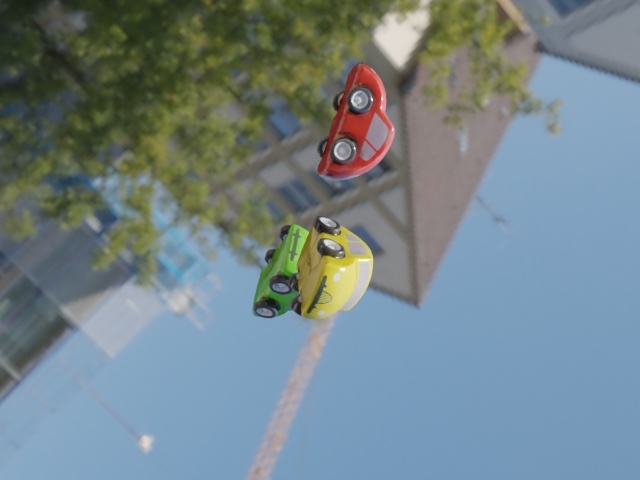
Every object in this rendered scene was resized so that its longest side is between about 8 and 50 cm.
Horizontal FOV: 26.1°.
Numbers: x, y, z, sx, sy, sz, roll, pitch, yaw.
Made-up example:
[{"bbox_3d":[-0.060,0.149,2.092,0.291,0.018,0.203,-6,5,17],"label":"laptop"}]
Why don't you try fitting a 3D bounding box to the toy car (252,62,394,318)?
[{"bbox_3d":[0.000,0.000,1.144,0.225,0.053,0.239,125,-19,-54],"label":"toy car"}]
